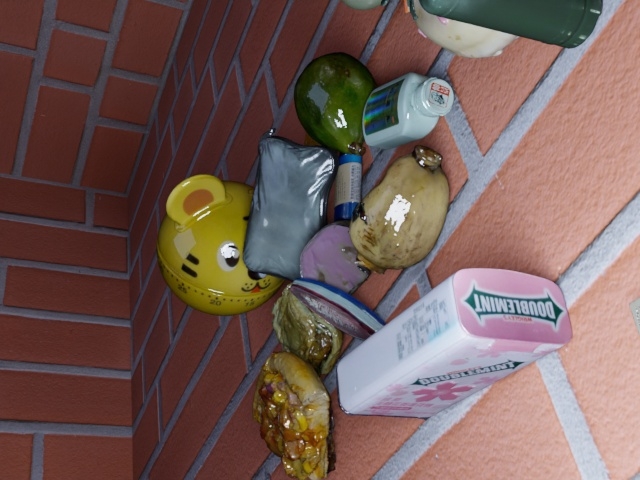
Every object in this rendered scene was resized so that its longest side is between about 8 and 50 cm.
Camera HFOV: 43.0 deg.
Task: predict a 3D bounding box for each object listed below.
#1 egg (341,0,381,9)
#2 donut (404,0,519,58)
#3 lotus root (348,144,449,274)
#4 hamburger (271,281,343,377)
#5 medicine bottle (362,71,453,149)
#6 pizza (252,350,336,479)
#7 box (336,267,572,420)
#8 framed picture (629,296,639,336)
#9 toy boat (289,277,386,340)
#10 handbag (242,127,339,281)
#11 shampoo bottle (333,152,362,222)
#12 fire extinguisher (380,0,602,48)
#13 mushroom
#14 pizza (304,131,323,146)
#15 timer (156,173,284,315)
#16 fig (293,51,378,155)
[{"bbox_3d":[0.103,-0.593,1.620,0.295,0.218,0.218,107,158,-45],"label":"egg"},{"bbox_3d":[0.259,-0.488,1.319,0.382,0.142,0.382,-170,90,-66],"label":"donut"},{"bbox_3d":[0.136,-0.042,1.426,0.140,0.154,0.257,-115,43,-61],"label":"lotus root"},{"bbox_3d":[-0.011,0.184,1.751,0.206,0.130,0.183,62,149,33],"label":"hamburger"},{"bbox_3d":[0.163,-0.247,1.526,0.229,0.083,0.121,-7,73,65],"label":"medicine bottle"},{"bbox_3d":[-0.061,0.367,1.698,0.409,0.114,0.278,150,106,-70],"label":"pizza"},{"bbox_3d":[0.179,0.167,1.214,0.370,0.190,0.112,-45,42,52],"label":"box"},{"bbox_3d":[0.461,0.098,0.799,0.335,0.022,0.247,130,141,-50],"label":"framed picture"},{"bbox_3d":[0.026,0.135,1.610,0.229,0.046,0.080,31,119,26],"label":"toy boat"},{"bbox_3d":[-0.069,-0.071,1.786,0.075,0.191,0.332,-23,-56,-64],"label":"handbag"},{"bbox_3d":[0.060,-0.123,1.757,0.087,0.050,0.183,150,126,-65],"label":"shampoo bottle"},{"bbox_3d":[0.231,-0.334,1.114,0.095,0.311,0.114,-163,83,-68],"label":"fire extinguisher"},{"bbox_3d":[0.044,0.033,1.663,0.188,0.141,0.117,-51,-5,36],"label":"mushroom"},{"bbox_3d":[0.003,-0.222,1.929,0.134,0.046,0.175,141,132,-59],"label":"pizza"},{"bbox_3d":[-0.224,-0.010,1.995,0.376,0.376,0.387,-108,32,-46],"label":"timer"},{"bbox_3d":[0.037,-0.269,1.687,0.195,0.195,0.245,125,150,-46],"label":"fig"}]
